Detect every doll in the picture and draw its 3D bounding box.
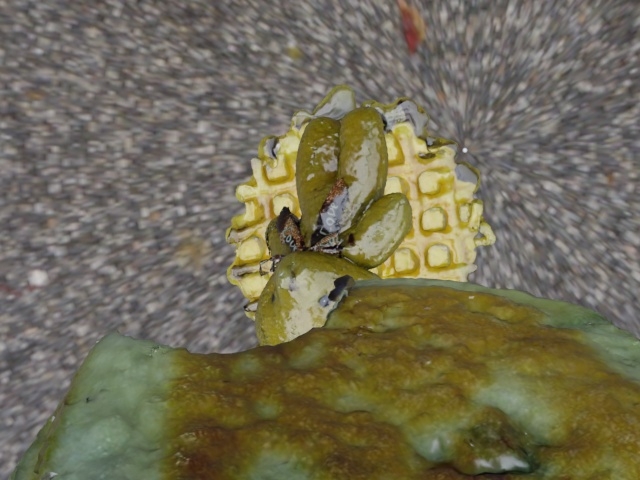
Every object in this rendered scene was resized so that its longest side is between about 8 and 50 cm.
[{"bbox_3d":[0.000,0.000,1.239,0.137,0.097,0.209,-9,71,35],"label":"doll"}]

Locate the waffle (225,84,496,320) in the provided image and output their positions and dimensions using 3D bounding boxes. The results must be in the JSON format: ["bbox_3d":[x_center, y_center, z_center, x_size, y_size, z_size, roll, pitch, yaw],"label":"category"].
[{"bbox_3d":[0.045,-0.008,1.826,0.329,0.062,0.329,1,88,-12],"label":"waffle"}]

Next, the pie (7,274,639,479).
[{"bbox_3d":[0.029,0.103,0.629,0.302,0.302,0.067,5,121,5],"label":"pie"}]
